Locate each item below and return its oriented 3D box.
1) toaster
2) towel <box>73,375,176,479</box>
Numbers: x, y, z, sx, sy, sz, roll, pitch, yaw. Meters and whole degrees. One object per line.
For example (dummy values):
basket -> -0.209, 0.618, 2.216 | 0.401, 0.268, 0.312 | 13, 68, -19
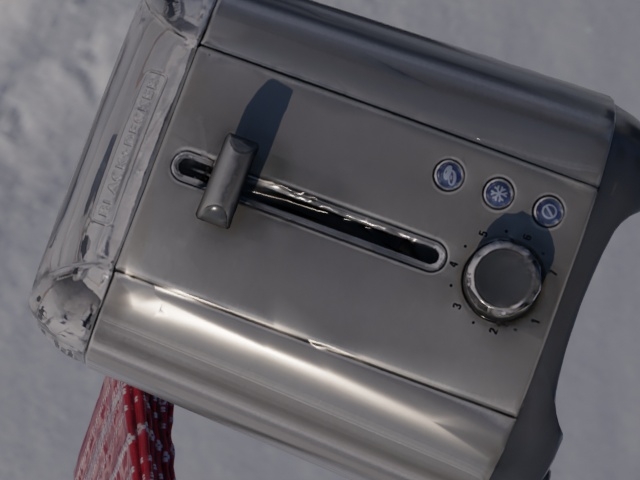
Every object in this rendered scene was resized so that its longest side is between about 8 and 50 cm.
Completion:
toaster -> 0.000, 0.000, 0.596 | 0.227, 0.146, 0.129 | 159, -48, -86
towel -> -0.090, 0.208, 0.999 | 0.031, 0.275, 0.199 | 0, 151, -17
